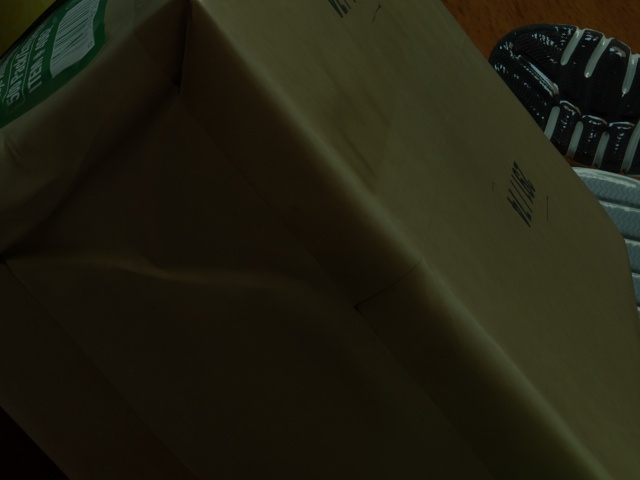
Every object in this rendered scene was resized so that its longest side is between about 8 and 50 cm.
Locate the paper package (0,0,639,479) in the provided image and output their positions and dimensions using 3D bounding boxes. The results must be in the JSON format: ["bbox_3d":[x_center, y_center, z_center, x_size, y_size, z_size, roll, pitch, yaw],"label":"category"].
[{"bbox_3d":[0.000,0.000,0.678,0.309,0.168,0.325,49,21,-15],"label":"paper package"}]

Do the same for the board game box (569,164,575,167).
[{"bbox_3d":[0.264,-0.003,1.184,0.154,0.026,0.103,19,26,-6],"label":"board game box"}]

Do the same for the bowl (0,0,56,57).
[{"bbox_3d":[-0.285,-0.210,1.008,0.289,0.156,0.289,17,26,-9],"label":"bowl"}]

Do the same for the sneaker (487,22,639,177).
[{"bbox_3d":[0.270,-0.079,1.258,0.281,0.106,0.162,25,-8,13],"label":"sneaker"}]

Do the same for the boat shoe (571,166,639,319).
[{"bbox_3d":[0.247,0.032,1.047,0.302,0.109,0.094,19,-8,-6],"label":"boat shoe"}]
